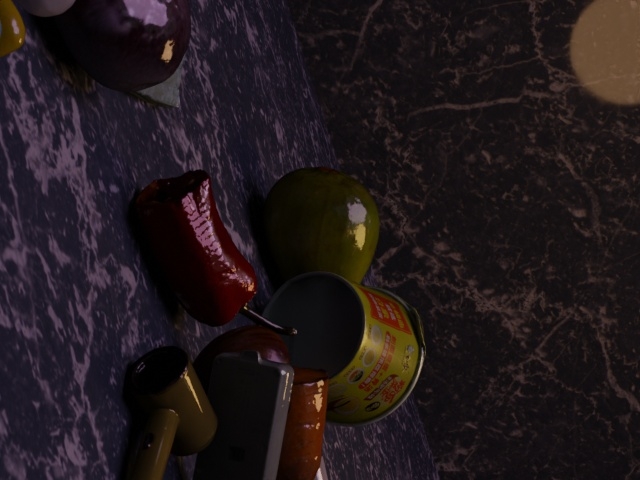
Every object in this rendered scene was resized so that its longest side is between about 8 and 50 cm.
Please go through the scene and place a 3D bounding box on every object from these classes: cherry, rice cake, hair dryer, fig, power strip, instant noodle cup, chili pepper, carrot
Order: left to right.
[{"bbox_3d":[-0.281,-0.320,1.623,0.266,0.183,0.213,-3,69,-63],"label":"cherry"},{"bbox_3d":[-0.280,-0.288,1.879,0.211,0.038,0.124,33,62,-74],"label":"rice cake"},{"bbox_3d":[-0.211,0.280,1.491,0.279,0.090,0.135,-79,155,-52],"label":"hair dryer"},{"bbox_3d":[-0.171,0.061,1.786,0.338,0.134,0.131,65,29,-28],"label":"chili pepper"},{"bbox_3d":[-0.148,0.222,1.741,0.175,0.207,0.175,26,-59,56],"label":"fig"},{"bbox_3d":[-0.114,0.289,1.626,0.046,0.118,0.271,14,85,-67],"label":"power strip"},{"bbox_3d":[-0.056,0.339,2.031,0.159,0.159,0.225,-24,110,-79],"label":"carrot"},{"bbox_3d":[0.000,0.000,2.488,0.258,0.258,0.326,-78,168,-66],"label":"fig"},{"bbox_3d":[0.031,0.201,2.272,0.221,0.311,0.311,37,39,-58],"label":"instant noodle cup"}]

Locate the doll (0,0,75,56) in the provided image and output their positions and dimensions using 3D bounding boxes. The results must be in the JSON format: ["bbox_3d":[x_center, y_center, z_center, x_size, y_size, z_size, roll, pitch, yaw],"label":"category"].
[{"bbox_3d":[-0.370,-0.375,1.222,0.376,0.187,0.366,48,16,-28],"label":"doll"}]

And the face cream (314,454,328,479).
[{"bbox_3d":[-0.008,0.492,2.280,0.072,0.051,0.182,18,59,-76],"label":"face cream"}]
